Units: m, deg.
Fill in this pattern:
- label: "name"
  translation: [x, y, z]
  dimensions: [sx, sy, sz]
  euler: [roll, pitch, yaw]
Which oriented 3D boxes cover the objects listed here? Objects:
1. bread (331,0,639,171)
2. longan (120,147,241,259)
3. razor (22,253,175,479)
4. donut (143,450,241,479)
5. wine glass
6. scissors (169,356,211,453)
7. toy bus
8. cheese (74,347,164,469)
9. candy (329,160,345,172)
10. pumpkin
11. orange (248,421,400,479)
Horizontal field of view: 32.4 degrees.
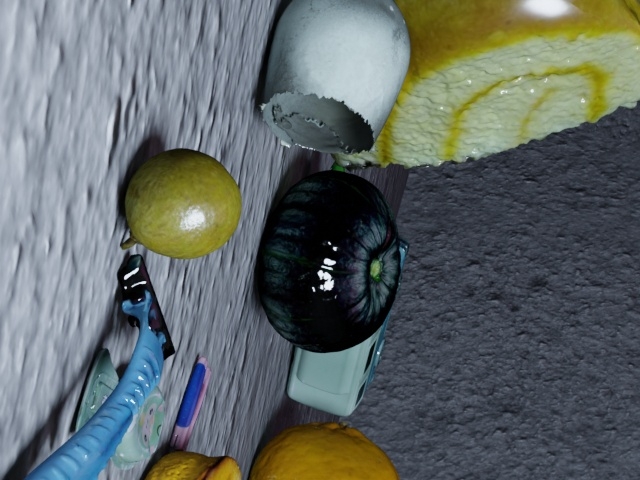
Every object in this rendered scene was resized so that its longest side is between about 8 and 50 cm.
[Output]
- label: "bread"
  translation: [0.140, -0.244, 1.185]
  dimensions: [0.264, 0.395, 0.239]
  euler: [47, 33, -53]
- label: "longan"
  translation: [-0.088, -0.017, 0.662]
  dimensions: [0.083, 0.075, 0.075]
  euler: [-35, -179, 11]
- label: "razor"
  translation: [-0.132, 0.110, 0.608]
  dimensions: [0.253, 0.042, 0.082]
  euler: [-63, 147, -52]
- label: "donut"
  translation: [-0.119, 0.242, 0.899]
  dimensions: [0.152, 0.058, 0.152]
  euler: [14, 90, -75]
- label: "wine glass"
  translation: [0.027, -0.199, 0.982]
  dimensions: [0.126, 0.126, 0.241]
  euler: [89, 17, -65]
- label: "scissors"
  translation: [-0.118, 0.159, 0.967]
  dimensions: [0.039, 0.012, 0.113]
  euler: [88, 18, -65]
- label: "toy bus"
  translation: [0.035, 0.122, 1.653]
  dimensions: [0.165, 0.133, 0.271]
  euler: [-58, 163, -56]
- label: "cheese"
  translation: [-0.129, 0.113, 0.720]
  dimensions: [0.121, 0.026, 0.067]
  euler: [58, 41, -65]
- label: "candy"
  translation: [0.004, 0.000, 1.396]
  dimensions: [0.203, 0.078, 0.141]
  euler: [85, 19, -54]
- label: "pumpkin"
  translation: [0.008, 0.024, 1.200]
  dimensions: [0.202, 0.140, 0.202]
  euler: [-25, 119, -58]
- label: "orange"
  translation: [0.007, 0.351, 1.516]
  dimensions: [0.219, 0.219, 0.193]
  euler: [-41, 135, -78]
